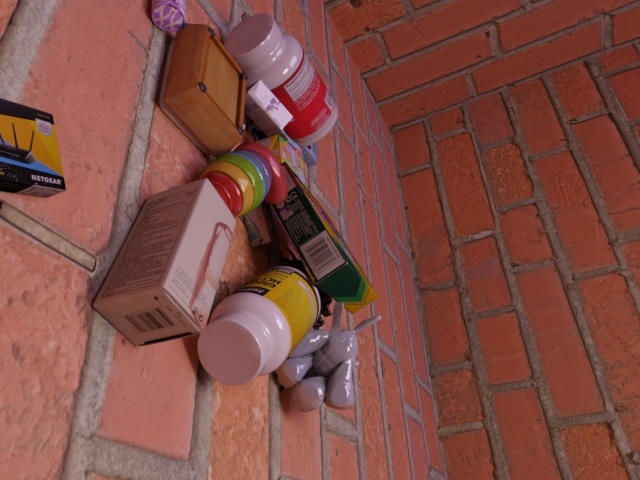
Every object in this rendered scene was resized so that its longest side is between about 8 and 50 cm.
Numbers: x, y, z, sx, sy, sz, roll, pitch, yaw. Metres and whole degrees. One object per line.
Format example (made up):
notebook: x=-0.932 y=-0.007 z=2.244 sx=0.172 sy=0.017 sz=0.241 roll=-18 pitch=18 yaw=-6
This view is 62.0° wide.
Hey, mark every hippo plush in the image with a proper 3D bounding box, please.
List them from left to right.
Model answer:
hippo plush: x=-0.002 y=0.325 z=1.464 sx=0.236 sy=0.235 sz=0.294 roll=104 pitch=5 yaw=-73

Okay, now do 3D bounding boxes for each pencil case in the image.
pencil case: x=-0.377 y=-0.620 z=1.339 sx=0.087 sy=0.088 sz=0.206 roll=10 pitch=55 yaw=-27

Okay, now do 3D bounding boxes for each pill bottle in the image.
pill bottle: x=-0.131 y=0.185 z=1.195 sx=0.334 sy=0.188 sz=0.187 roll=-37 pitch=109 yaw=-70
pill bottle: x=-0.124 y=-0.509 z=1.718 sx=0.407 sy=0.229 sz=0.228 roll=48 pitch=32 yaw=-49

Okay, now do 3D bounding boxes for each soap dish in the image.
soap dish: x=-0.285 y=-0.384 z=1.350 sx=0.229 sy=0.118 sz=0.290 roll=49 pitch=32 yaw=-49

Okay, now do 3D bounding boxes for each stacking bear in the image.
stacking bear: x=-0.220 y=-0.114 z=1.259 sx=0.289 sy=0.176 sz=0.164 roll=-50 pitch=146 yaw=-54

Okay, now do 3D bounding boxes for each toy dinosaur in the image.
toy dinosaur: x=-0.012 y=0.161 z=1.623 sx=0.160 sy=0.121 sz=0.313 roll=-95 pitch=161 yaw=-46

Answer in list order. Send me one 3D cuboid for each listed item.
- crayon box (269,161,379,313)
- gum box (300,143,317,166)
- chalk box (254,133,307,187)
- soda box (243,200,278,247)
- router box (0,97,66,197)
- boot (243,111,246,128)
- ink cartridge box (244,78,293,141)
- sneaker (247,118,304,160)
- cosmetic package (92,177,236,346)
crayon box: x=0.000 y=0.000 z=1.490 sx=0.362 sy=0.106 sz=0.313 roll=59 pitch=8 yaw=29
gum box: x=-0.070 y=-0.401 z=2.048 sx=0.184 sy=0.041 sz=0.156 roll=49 pitch=31 yaw=-50
chalk box: x=-0.126 y=-0.201 z=1.607 sx=0.213 sy=0.133 sz=0.132 roll=38 pitch=40 yaw=-60
soda box: x=-0.175 y=-0.076 z=1.473 sx=0.058 sy=0.063 sz=0.183 roll=0 pitch=74 yaw=-70
router box: x=-0.467 y=-0.139 z=0.774 sx=0.179 sy=0.046 sz=0.133 roll=5 pitch=69 yaw=-69
boot: x=-0.237 y=-0.331 z=1.502 sx=0.086 sy=0.069 sz=0.189 roll=54 pitch=24 yaw=-50
ink cartridge box: x=-0.154 y=-0.373 z=1.565 sx=0.181 sy=0.104 sz=0.061 roll=47 pitch=70 yaw=-22
sneaker: x=-0.152 y=-0.293 z=1.703 sx=0.261 sy=0.104 sz=0.125 roll=54 pitch=43 yaw=-31
cosmetic package: x=-0.275 y=0.034 z=0.996 sx=0.296 sy=0.153 sz=0.129 roll=-82 pitch=150 yaw=-47
